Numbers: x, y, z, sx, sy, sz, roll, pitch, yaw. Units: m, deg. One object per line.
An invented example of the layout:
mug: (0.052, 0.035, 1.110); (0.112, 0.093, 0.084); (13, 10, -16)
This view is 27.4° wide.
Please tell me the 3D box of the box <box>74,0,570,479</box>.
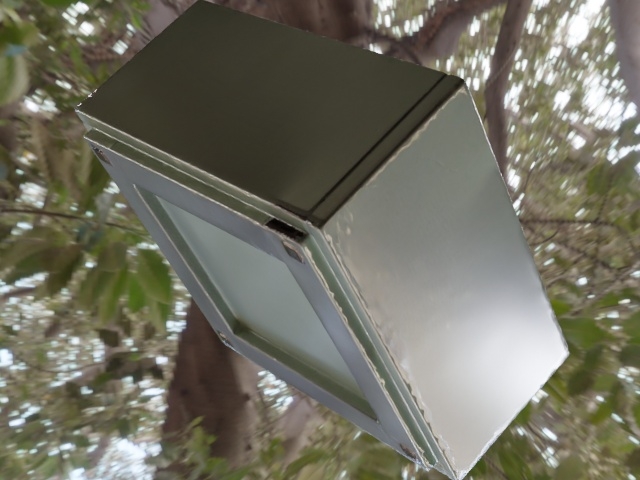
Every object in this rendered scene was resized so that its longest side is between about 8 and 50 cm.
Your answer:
box: (0.000, 0.000, 0.778); (0.117, 0.225, 0.225); (-46, -137, -19)
